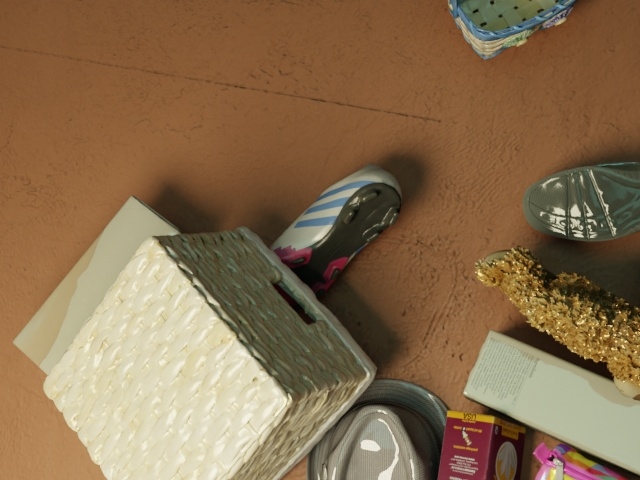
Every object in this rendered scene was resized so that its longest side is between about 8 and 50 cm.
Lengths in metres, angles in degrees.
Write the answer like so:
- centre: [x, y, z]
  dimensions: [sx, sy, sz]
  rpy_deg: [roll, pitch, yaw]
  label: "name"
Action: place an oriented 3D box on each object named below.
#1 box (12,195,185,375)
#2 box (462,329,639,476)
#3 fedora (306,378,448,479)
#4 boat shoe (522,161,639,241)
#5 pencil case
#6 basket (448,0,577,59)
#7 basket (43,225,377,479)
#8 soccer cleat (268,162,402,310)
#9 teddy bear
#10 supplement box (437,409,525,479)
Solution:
- centre: [-0.347, 0.095, 1.301]
  dimensions: [0.121, 0.148, 0.311]
  rpy_deg: [35, 82, 20]
  label: "box"
- centre: [0.357, 0.237, 1.127]
  dimensions: [0.275, 0.094, 0.113]
  rpy_deg: [24, 80, 18]
  label: "box"
- centre: [0.087, 0.337, 1.140]
  dimensions: [0.244, 0.124, 0.275]
  rpy_deg: [6, 75, 14]
  label: "fedora"
- centre: [0.481, -0.068, 1.194]
  dimensions: [0.320, 0.103, 0.118]
  rpy_deg: [-10, 90, 21]
  label: "boat shoe"
- centre: [0.395, 0.361, 1.028]
  dimensions: [0.236, 0.104, 0.104]
  rpy_deg: [21, 77, 46]
  label: "pencil case"
- centre: [0.318, -0.441, 1.238]
  dimensions: [0.255, 0.289, 0.201]
  rpy_deg: [-29, 70, 4]
  label: "basket"
- centre: [-0.166, 0.199, 1.119]
  dimensions: [0.328, 0.266, 0.331]
  rpy_deg: [47, 110, 20]
  label: "basket"
- centre: [0.000, 0.000, 1.284]
  dimensions: [0.331, 0.116, 0.143]
  rpy_deg: [-38, 25, 15]
  label: "soccer cleat"
- centre: [0.367, 0.117, 1.087]
  dimensions: [0.338, 0.245, 0.113]
  rpy_deg: [32, 90, 22]
  label: "teddy bear"
- centre: [0.227, 0.349, 1.103]
  dimensions: [0.081, 0.104, 0.188]
  rpy_deg: [-3, 69, 42]
  label: "supplement box"
